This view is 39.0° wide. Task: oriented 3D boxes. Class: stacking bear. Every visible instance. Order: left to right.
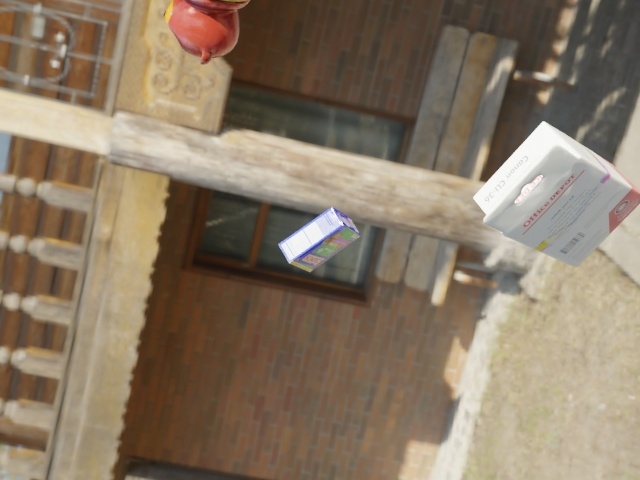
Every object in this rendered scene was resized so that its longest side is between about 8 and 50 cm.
[{"bbox_3d":[-0.162,-0.417,1.377,0.175,0.164,0.289,-106,27,-53],"label":"stacking bear"}]

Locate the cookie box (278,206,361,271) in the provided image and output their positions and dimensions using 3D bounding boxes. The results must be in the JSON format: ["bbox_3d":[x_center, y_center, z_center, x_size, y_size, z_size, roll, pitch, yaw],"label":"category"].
[{"bbox_3d":[0.000,0.000,1.448,0.040,0.107,0.092,60,-167,20],"label":"cookie box"}]

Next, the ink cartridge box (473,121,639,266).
[{"bbox_3d":[0.250,-0.051,0.976,0.115,0.198,0.067,-50,48,20],"label":"ink cartridge box"}]
